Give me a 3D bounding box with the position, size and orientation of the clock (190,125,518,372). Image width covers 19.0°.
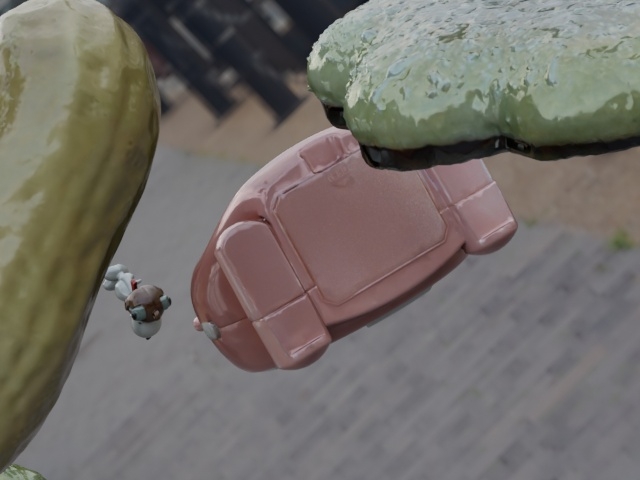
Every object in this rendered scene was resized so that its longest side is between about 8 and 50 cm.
[{"bbox_3d":[0.000,0.000,1.463,0.227,0.142,0.241,-30,1,-17],"label":"clock"}]

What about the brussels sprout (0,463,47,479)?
[{"bbox_3d":[-0.280,0.261,1.701,0.117,0.155,0.155,-32,2,-31],"label":"brussels sprout"}]

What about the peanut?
[{"bbox_3d":[-0.190,0.005,1.137,0.147,0.147,0.319,-16,54,71],"label":"peanut"}]

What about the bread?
[{"bbox_3d":[0.092,-0.100,0.898,0.207,0.056,0.286,-12,19,10],"label":"bread"}]

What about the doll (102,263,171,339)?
[{"bbox_3d":[-0.167,0.050,1.737,0.040,0.085,0.058,-16,-33,-24],"label":"doll"}]
